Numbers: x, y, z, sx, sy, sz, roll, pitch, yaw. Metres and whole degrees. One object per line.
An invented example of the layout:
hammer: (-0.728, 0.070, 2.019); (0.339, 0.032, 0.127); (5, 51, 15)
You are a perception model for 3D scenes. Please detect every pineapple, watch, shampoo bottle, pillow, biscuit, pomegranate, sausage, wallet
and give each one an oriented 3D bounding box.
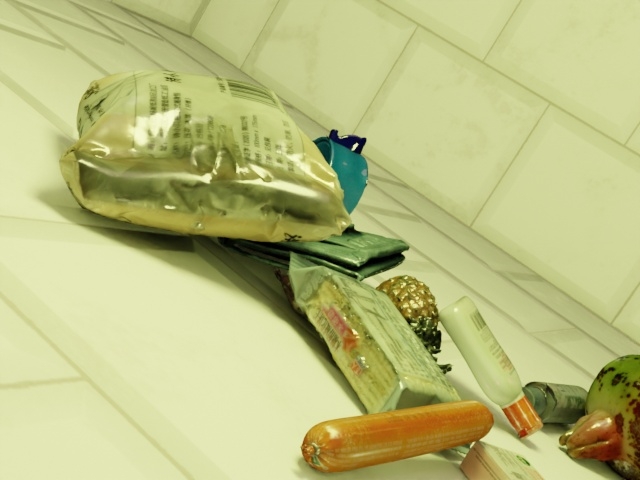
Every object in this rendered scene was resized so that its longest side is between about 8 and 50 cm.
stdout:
pineapple: (0.138, 0.138, 1.440); (0.108, 0.108, 0.198); (26, 25, -26)
watch: (0.017, -0.131, 1.981); (0.171, 0.196, 0.200); (15, 10, -24)
shampoo bottle: (0.252, 0.187, 1.414); (0.221, 0.051, 0.108); (59, 18, 6)
pillow: (0.012, 0.099, 1.391); (0.185, 0.043, 0.118); (29, 13, -31)
biscuit: (0.078, 0.142, 1.244); (0.186, 0.079, 0.309); (26, 19, -43)
pomegranate: (0.486, 0.290, 1.501); (0.247, 0.214, 0.214); (-11, 30, -21)
sausage: (0.093, 0.210, 1.042); (0.053, 0.053, 0.347); (40, 21, 34)
wallet: (0.000, 0.000, 1.558); (0.237, 0.075, 0.342); (13, 8, 16)
shampoo bottle: (0.373, 0.263, 1.556); (0.072, 0.072, 0.214); (40, 15, 36)

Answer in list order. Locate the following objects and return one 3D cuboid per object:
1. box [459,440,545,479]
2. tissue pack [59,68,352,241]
box: (0.232, 0.296, 1.130); (0.089, 0.043, 0.125); (24, 14, -30)
tissue pack: (-0.173, -0.122, 1.381); (0.389, 0.195, 0.375); (9, 21, -17)
